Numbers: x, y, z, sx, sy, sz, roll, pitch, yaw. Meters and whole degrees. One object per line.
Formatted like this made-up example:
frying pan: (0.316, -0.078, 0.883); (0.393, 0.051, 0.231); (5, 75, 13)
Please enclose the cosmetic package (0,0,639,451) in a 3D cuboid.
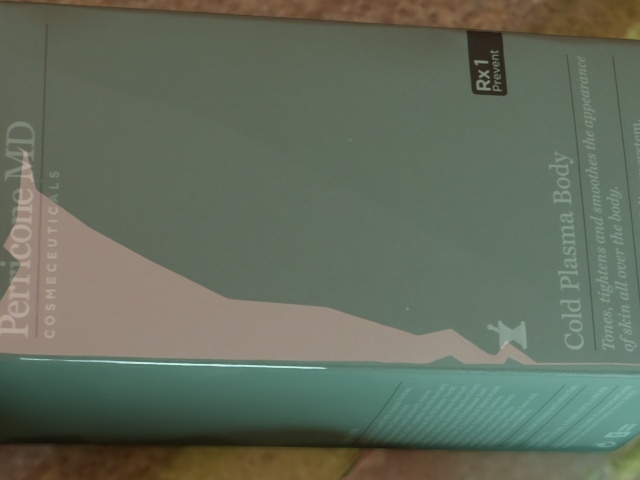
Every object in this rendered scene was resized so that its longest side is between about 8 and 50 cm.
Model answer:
cosmetic package: (0.000, 0.000, 0.573); (0.237, 0.107, 0.127); (1, 68, -14)
